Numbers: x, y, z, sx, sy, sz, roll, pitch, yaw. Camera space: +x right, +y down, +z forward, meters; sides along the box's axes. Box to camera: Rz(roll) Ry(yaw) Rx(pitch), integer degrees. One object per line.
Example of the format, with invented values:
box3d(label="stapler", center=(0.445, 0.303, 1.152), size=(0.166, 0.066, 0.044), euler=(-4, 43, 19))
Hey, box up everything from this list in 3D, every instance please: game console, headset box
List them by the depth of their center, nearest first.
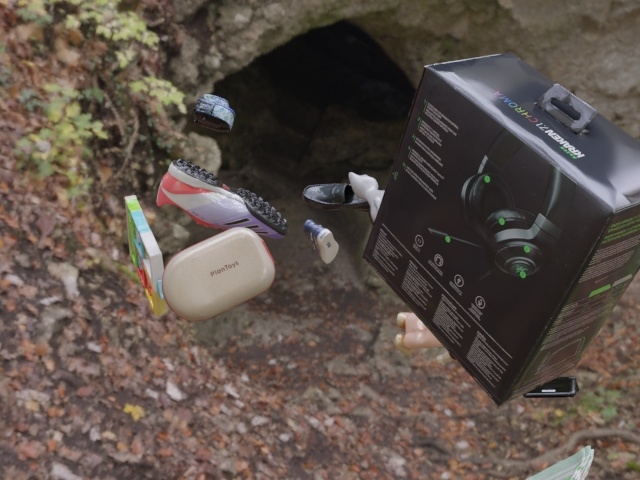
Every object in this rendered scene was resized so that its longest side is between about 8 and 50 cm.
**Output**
box3d(label="headset box", center=(0.193, -0.023, 0.763), size=(0.131, 0.283, 0.246), euler=(-17, 48, -32))
box3d(label="game console", center=(0.561, 0.371, 1.798), size=(0.122, 0.071, 0.107), euler=(-7, 22, 23))

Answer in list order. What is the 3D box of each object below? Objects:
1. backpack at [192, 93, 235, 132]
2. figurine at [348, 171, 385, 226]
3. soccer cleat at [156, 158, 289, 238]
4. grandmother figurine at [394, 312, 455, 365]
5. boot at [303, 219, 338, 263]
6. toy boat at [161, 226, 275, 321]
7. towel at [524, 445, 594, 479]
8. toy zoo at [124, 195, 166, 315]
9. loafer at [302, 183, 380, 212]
box3d(label="backpack", center=(-0.311, -0.377, 2.195), size=(0.114, 0.084, 0.105), euler=(20, -14, 0))
box3d(label="figurine", center=(0.154, -0.057, 1.763), size=(0.209, 0.092, 0.215), euler=(49, -6, 49))
box3d(label="soccer cleat", center=(-0.224, -0.070, 1.724), size=(0.318, 0.116, 0.109), euler=(27, 16, -19))
box3d(label="grandmother figurine", center=(0.351, 0.226, 1.956), size=(0.104, 0.208, 0.342), euler=(9, -12, -40))
box3d(label="boot", center=(0.000, 0.000, 2.324), size=(0.086, 0.069, 0.190), euler=(37, -18, 23))
box3d(label="toy boat", center=(-0.214, 0.078, 1.534), size=(0.231, 0.151, 0.151), euler=(-25, 81, -16))
box3d(label="towel", center=(0.522, 0.602, 1.758), size=(0.038, 0.248, 0.325), euler=(56, 27, 11))
box3d(label="toy zoo", center=(-0.424, 0.048, 1.814), size=(0.030, 0.192, 0.293), euler=(-13, 43, -22))
box3d(label="loafer", center=(0.060, -0.120, 1.933), size=(0.223, 0.078, 0.076), euler=(6, 63, 12))
